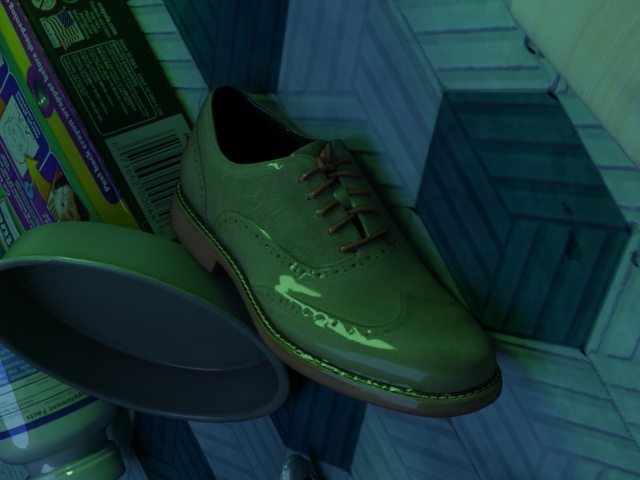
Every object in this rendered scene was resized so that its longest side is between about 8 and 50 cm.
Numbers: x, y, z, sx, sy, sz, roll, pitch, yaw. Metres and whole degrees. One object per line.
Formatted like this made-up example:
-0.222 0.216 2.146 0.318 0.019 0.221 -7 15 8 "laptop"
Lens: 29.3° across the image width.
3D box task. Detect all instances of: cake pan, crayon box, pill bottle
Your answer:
-0.162 0.075 1.088 0.293 0.054 0.293 13 150 7 "cake pan"
-0.257 -0.103 1.205 0.363 0.106 0.313 61 147 7 "crayon box"
-0.327 0.165 1.423 0.152 0.152 0.272 -18 96 56 "pill bottle"

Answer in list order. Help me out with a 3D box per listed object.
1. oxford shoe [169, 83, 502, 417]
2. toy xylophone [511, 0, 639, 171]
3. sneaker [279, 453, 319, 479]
0.000 0.000 0.899 0.348 0.123 0.130 36 131 36 "oxford shoe"
0.212 -0.129 0.557 0.236 0.081 0.323 59 146 10 "toy xylophone"
0.003 0.242 1.117 0.069 0.038 0.098 10 127 50 "sneaker"
